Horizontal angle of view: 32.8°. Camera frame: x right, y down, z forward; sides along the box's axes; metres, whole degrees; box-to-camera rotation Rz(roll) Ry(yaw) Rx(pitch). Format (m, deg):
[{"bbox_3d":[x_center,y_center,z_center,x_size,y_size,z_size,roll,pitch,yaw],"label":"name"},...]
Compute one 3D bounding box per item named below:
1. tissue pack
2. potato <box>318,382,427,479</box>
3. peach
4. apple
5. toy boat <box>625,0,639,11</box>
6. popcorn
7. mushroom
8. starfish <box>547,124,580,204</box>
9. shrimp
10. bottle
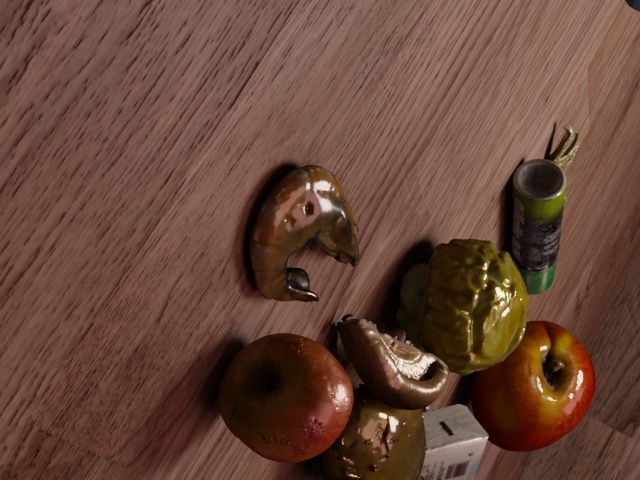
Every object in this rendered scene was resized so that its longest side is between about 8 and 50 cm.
[{"bbox_3d":[0.176,0.398,1.928,0.159,0.145,0.229,-8,126,-25],"label":"tissue pack"},{"bbox_3d":[0.079,0.297,1.573,0.191,0.141,0.296,-63,155,-12],"label":"potato"},{"bbox_3d":[0.427,0.297,2.219,0.281,0.238,0.280,-168,-90,-83],"label":"peach"},{"bbox_3d":[-0.034,0.172,1.180,0.146,0.146,0.146,-48,152,-35],"label":"apple"},{"bbox_3d":[0.549,-0.544,1.792,0.215,0.123,0.329,-45,140,-56],"label":"toy boat"},{"bbox_3d":[0.212,0.096,1.604,0.204,0.184,0.221,-68,157,-6],"label":"popcorn"},{"bbox_3d":[0.095,0.173,1.459,0.072,0.094,0.210,-35,140,26],"label":"mushroom"},{"bbox_3d":[0.450,-0.135,2.038,0.176,0.053,0.208,-52,158,-28],"label":"starfish"},{"bbox_3d":[-0.010,0.013,1.182,0.145,0.059,0.254,-55,156,-15],"label":"shrimp"},{"bbox_3d":[0.394,-0.016,1.988,0.093,0.093,0.330,-54,155,-24],"label":"bottle"}]
